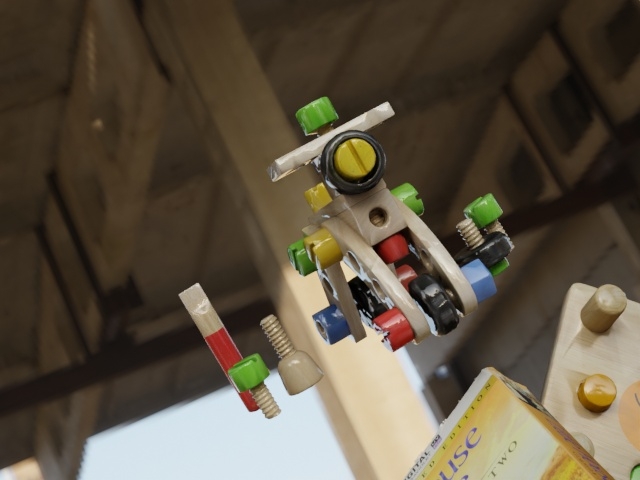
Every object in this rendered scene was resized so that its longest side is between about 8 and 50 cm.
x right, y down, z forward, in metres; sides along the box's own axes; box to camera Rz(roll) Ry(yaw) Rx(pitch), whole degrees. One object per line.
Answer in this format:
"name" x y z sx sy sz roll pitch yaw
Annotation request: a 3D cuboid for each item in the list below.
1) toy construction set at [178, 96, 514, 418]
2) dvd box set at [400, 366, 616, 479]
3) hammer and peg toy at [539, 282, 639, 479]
"toy construction set" 0.000 0.000 1.469 0.309 0.237 0.257 -30 7 11
"dvd box set" 0.136 0.304 1.255 0.307 0.062 0.420 -55 19 6
"hammer and peg toy" 0.409 0.205 1.644 0.361 0.266 0.127 19 -31 -2
